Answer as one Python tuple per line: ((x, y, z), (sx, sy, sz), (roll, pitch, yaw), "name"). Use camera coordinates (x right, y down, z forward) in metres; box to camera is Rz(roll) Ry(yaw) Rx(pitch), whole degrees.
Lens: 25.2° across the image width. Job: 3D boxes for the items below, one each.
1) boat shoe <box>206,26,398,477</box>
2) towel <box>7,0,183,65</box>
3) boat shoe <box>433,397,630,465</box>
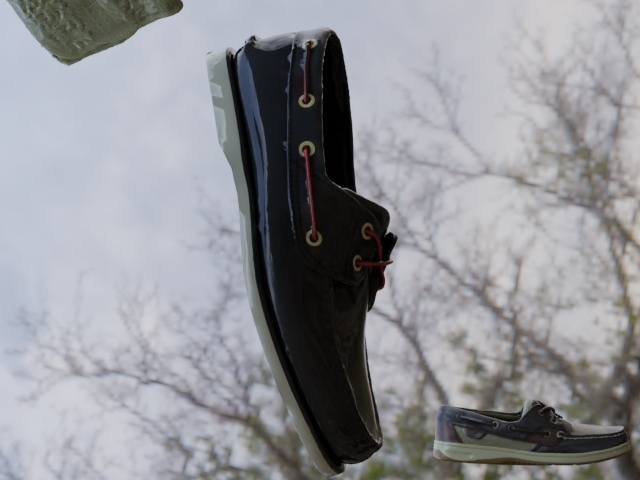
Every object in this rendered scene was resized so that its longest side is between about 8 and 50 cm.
((0.000, -0.001, 0.405), (0.049, 0.042, 0.133), (53, -156, -67), "boat shoe")
((-0.158, -0.177, 0.843), (0.148, 0.110, 0.027), (53, -149, -23), "towel")
((0.163, 0.147, 1.107), (0.056, 0.152, 0.049), (-29, -63, -87), "boat shoe")
